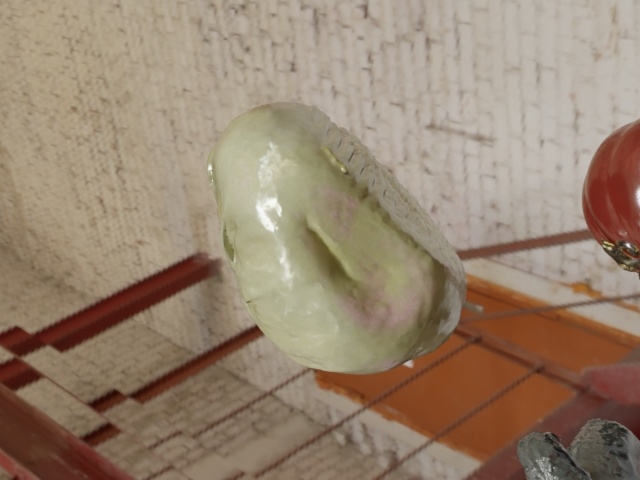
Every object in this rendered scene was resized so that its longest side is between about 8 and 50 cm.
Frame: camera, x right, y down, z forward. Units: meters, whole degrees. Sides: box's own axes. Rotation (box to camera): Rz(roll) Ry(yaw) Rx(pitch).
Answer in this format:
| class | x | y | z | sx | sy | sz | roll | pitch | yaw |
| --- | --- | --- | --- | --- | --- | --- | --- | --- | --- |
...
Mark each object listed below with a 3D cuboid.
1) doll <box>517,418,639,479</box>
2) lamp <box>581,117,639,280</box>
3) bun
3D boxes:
| class | x | y | z | sx | sy | sz | roll | pitch | yaw |
| --- | --- | --- | --- | --- | --- | --- | --- | --- | --- |
| doll | 0.250 | 0.219 | 0.774 | 0.158 | 0.246 | 0.340 | -47 | -5 | 25 |
| lamp | 0.378 | -0.036 | 1.093 | 0.227 | 0.227 | 0.227 | -16 | -66 | -39 |
| bun | 0.000 | 0.000 | 1.204 | 0.213 | 0.361 | 0.361 | -43 | -46 | 10 |
